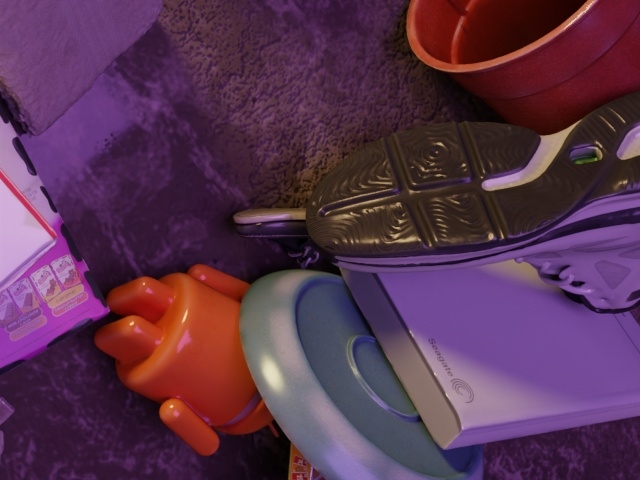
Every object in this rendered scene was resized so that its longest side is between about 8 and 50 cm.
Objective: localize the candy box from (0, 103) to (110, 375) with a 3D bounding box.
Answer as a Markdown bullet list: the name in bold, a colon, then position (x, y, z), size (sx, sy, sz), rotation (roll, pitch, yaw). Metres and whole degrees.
- **candy box**: position (-0.316, 0.001, 1.234), size (0.159, 0.071, 0.233), rotation (-30, 101, -24)

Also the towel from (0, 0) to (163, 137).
- **towel**: position (-0.231, -0.220, 1.199), size (0.187, 0.049, 0.282), rotation (-48, 161, -16)

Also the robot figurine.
- **robot figurine**: position (-0.113, 0.115, 1.356), size (0.219, 0.158, 0.128), rotation (30, 109, -30)

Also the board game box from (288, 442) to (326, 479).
- **board game box**: position (0.051, 0.200, 1.459), size (0.259, 0.039, 0.124), rotation (-4, 100, -60)

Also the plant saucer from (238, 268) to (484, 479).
- **plant saucer**: position (0.055, 0.145, 1.369), size (0.318, 0.317, 0.044), rotation (30, 120, -30)

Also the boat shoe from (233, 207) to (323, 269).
- **boat shoe**: position (0.000, 0.000, 1.441), size (0.206, 0.075, 0.065), rotation (1, 95, -37)

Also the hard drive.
- **hard drive**: position (0.210, 0.098, 1.477), size (0.353, 0.233, 0.047), rotation (-2, 141, -40)

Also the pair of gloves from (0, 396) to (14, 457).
- **pair of gloves**: position (-0.405, 0.178, 1.240), size (0.240, 0.042, 0.204), rotation (42, 75, -29)

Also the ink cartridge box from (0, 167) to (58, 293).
- **ink cartridge box**: position (-0.314, -0.034, 1.066), size (0.100, 0.237, 0.172), rotation (-43, 105, -17)

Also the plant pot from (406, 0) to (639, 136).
- **plant pot**: position (0.279, -0.208, 1.486), size (0.265, 0.272, 0.272), rotation (42, 75, -36)

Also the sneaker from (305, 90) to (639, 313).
- **sneaker**: position (0.214, 0.008, 1.410), size (0.448, 0.169, 0.257), rotation (-11, 139, -4)
